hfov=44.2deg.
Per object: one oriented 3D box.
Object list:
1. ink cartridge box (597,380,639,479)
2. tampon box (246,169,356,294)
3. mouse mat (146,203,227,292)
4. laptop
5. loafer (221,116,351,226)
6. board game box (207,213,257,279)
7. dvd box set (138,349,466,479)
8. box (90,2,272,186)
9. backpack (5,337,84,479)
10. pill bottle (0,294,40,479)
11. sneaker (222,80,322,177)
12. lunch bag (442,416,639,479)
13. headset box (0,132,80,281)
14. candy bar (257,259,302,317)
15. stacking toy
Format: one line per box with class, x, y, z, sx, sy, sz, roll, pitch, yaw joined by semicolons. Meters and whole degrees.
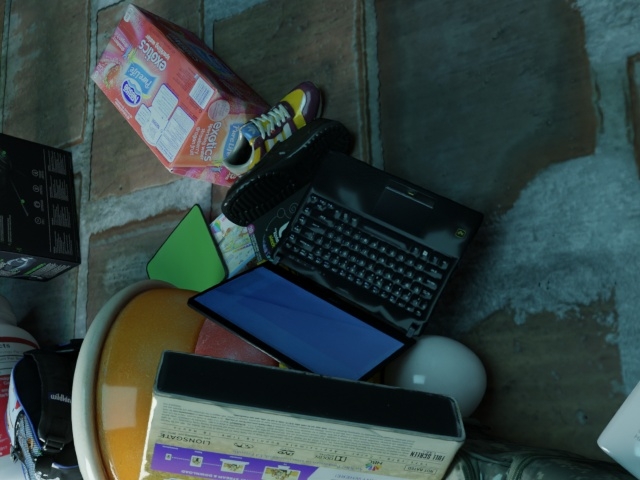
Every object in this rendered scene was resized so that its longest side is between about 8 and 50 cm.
ink cartridge box;0.482;0.107;0.660;0.285;0.166;0.395;40;107;35
tampon box;0.000;0.000;1.097;0.161;0.101;0.120;-34;63;28
mouse mat;-0.226;0.050;1.309;0.190;0.007;0.153;-46;57;34
laptop;0.019;0.022;0.927;0.234;0.136;0.264;27;86;28
loafer;-0.053;-0.102;1.166;0.220;0.080;0.078;-35;32;4
board game box;-0.104;-0.022;1.231;0.154;0.026;0.103;-39;60;26
dvd box set;-0.055;0.307;0.879;0.062;0.307;0.420;-91;14;-52
box;-0.230;-0.239;1.296;0.300;0.142;0.154;46;110;34
backpack;-0.369;0.284;1.254;0.263;0.276;0.213;50;125;36
pill bottle;-0.601;0.302;1.431;0.229;0.229;0.408;-44;58;24
sneaker;-0.072;-0.167;1.197;0.185;0.084;0.069;-53;55;18
lunch bag;0.206;0.360;0.815;0.256;0.212;0.305;4;83;56
headset box;-0.613;-0.067;1.474;0.131;0.283;0.246;-23;69;32
candy bar;-0.050;0.066;0.992;0.161;0.040;0.018;-117;34;-59
stacking toy;-0.032;0.194;0.999;0.479;0.350;0.351;-10;75;21
